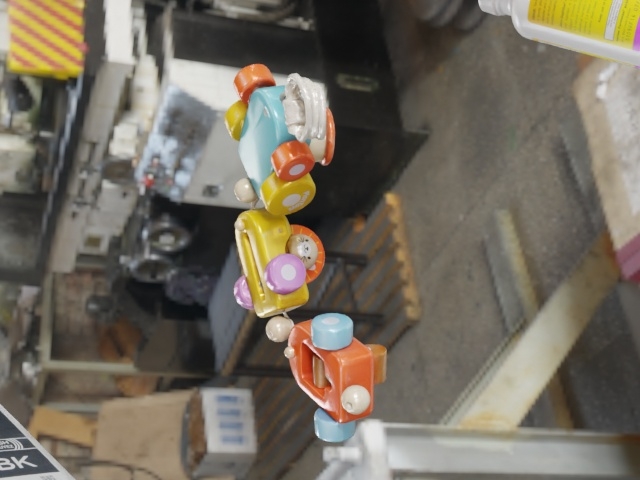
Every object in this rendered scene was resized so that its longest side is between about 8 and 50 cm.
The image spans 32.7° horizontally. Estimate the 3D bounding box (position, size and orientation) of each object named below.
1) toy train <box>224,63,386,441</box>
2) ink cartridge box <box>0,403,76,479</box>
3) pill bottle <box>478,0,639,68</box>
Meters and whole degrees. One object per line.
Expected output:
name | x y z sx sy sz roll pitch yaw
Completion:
toy train | 0.000 0.000 0.505 0.125 0.046 0.166 27 125 58
ink cartridge box | -0.236 0.183 0.691 0.332 0.065 0.165 27 109 45
pill bottle | 0.111 -0.102 0.462 0.083 0.043 0.043 21 111 24
